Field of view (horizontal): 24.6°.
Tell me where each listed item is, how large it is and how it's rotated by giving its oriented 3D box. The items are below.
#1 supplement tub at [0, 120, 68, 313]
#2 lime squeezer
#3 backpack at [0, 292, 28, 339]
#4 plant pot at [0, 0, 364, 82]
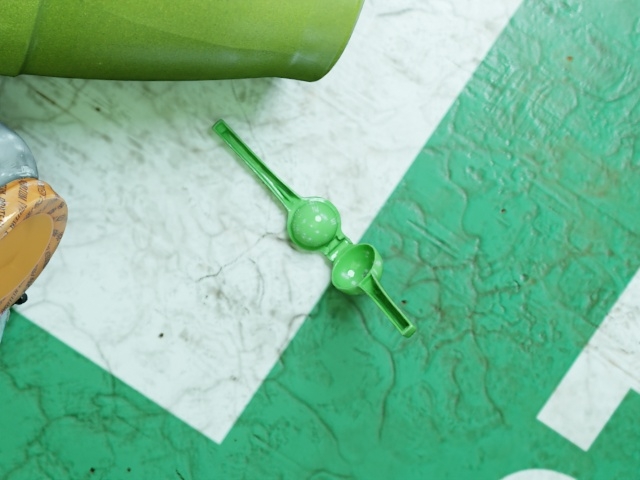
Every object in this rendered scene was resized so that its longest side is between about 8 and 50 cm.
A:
[{"bbox_3d":[-0.398,-0.070,1.344,0.316,0.193,0.193,38,92,13],"label":"supplement tub"},{"bbox_3d":[0.000,0.000,1.477,0.059,0.110,0.310,-50,64,18],"label":"lime squeezer"},{"bbox_3d":[-0.385,0.092,1.441,0.152,0.115,0.182,13,78,2],"label":"backpack"},{"bbox_3d":[-0.139,-0.295,1.339,0.353,0.366,0.366,11,94,-15],"label":"plant pot"}]
